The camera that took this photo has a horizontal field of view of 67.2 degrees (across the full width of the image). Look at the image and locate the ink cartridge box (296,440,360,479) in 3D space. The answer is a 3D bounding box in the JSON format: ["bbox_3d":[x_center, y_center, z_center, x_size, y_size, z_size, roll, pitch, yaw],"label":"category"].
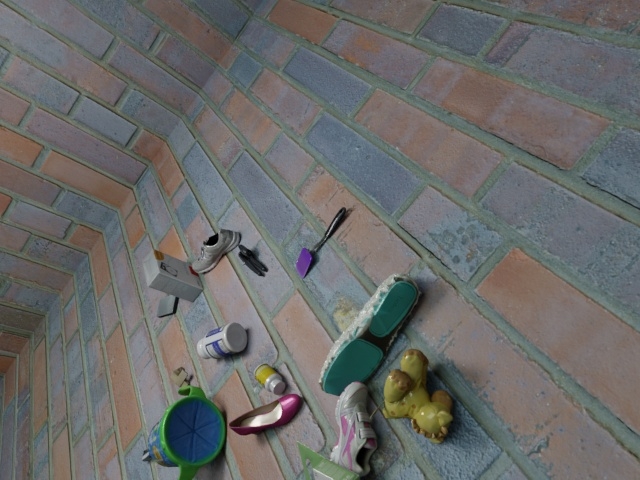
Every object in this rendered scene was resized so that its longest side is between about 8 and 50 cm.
[{"bbox_3d":[0.014,0.649,1.259,0.235,0.056,0.171,4,111,45],"label":"ink cartridge box"}]

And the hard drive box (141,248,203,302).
[{"bbox_3d":[-0.657,0.157,2.142,0.089,0.232,0.181,-49,43,12],"label":"hard drive box"}]

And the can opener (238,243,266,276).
[{"bbox_3d":[-0.280,0.088,1.939,0.059,0.073,0.186,-48,51,2],"label":"can opener"}]

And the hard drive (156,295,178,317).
[{"bbox_3d":[-0.722,0.309,2.280,0.135,0.022,0.094,-19,56,37],"label":"hard drive"}]

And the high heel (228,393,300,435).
[{"bbox_3d":[-0.177,0.547,1.528,0.244,0.117,0.082,-35,47,26],"label":"high heel"}]

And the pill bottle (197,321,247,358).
[{"bbox_3d":[-0.377,0.387,1.823,0.186,0.112,0.112,-25,52,33],"label":"pill bottle"}]

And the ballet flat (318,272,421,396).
[{"bbox_3d":[0.141,0.265,1.389,0.409,0.147,0.147,-53,42,4],"label":"ballet flat"}]

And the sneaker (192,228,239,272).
[{"bbox_3d":[-0.488,0.034,2.130,0.281,0.115,0.105,-41,45,21],"label":"sneaker"}]

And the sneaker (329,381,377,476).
[{"bbox_3d":[0.105,0.510,1.290,0.111,0.103,0.253,-5,73,42],"label":"sneaker"}]

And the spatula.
[{"bbox_3d":[0.000,0.000,1.727,0.296,0.030,0.084,-52,40,10],"label":"spatula"}]

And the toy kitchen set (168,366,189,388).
[{"bbox_3d":[-0.557,0.551,1.972,0.083,0.075,0.068,36,100,9],"label":"toy kitchen set"}]

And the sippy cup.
[{"bbox_3d":[-0.490,0.692,1.697,0.224,0.240,0.305,-37,6,39],"label":"sippy cup"}]

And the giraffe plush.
[{"bbox_3d":[0.247,0.397,1.175,0.170,0.181,0.210,28,77,28],"label":"giraffe plush"}]

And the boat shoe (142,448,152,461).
[{"bbox_3d":[-0.663,0.829,1.907,0.142,0.049,0.040,-39,45,25],"label":"boat shoe"}]

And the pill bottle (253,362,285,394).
[{"bbox_3d":[-0.168,0.464,1.606,0.116,0.065,0.065,24,86,49],"label":"pill bottle"}]
